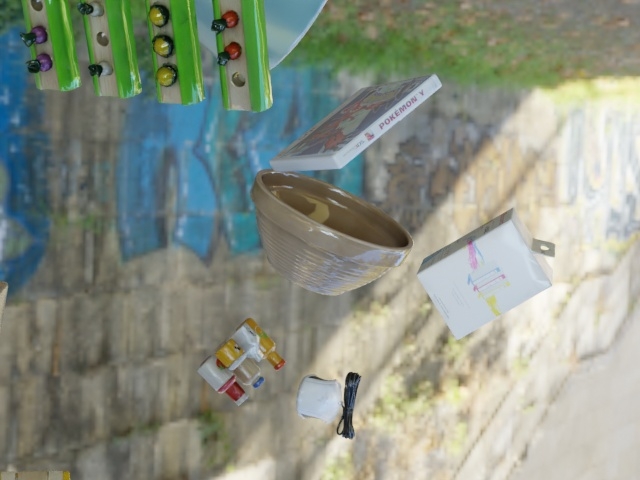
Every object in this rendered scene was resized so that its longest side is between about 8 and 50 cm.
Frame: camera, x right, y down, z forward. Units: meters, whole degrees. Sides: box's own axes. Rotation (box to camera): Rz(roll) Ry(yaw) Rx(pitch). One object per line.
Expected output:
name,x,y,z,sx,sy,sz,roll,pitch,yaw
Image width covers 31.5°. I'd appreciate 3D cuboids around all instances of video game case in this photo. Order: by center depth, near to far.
video game case,0.041,-0.152,1.492,0.183,0.023,0.201,-40,-162,-19

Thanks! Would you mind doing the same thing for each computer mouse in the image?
computer mouse,0.019,0.247,1.719,0.042,0.106,0.193,10,174,25

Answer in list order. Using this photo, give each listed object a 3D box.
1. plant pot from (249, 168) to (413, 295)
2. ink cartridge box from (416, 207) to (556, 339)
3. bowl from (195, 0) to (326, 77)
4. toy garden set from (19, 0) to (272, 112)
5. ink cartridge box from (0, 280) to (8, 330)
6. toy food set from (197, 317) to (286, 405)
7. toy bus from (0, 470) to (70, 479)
plant pot,0.000,0.000,1.571,0.237,0.110,0.237,23,-163,-7
ink cartridge box,0.196,0.031,1.289,0.143,0.090,0.092,-32,-176,15
bowl,-0.096,-0.350,1.235,0.163,0.312,0.311,19,176,-26
toy garden set,-0.167,-0.213,0.958,0.244,0.204,0.049,8,-152,25
ink cartridge box,-0.459,0.157,1.388,0.088,0.193,0.235,12,-172,-7
toy food set,-0.130,0.213,1.910,0.104,0.111,0.232,47,-176,-1
toy bus,-0.349,0.373,1.355,0.202,0.191,0.104,-44,178,-28
